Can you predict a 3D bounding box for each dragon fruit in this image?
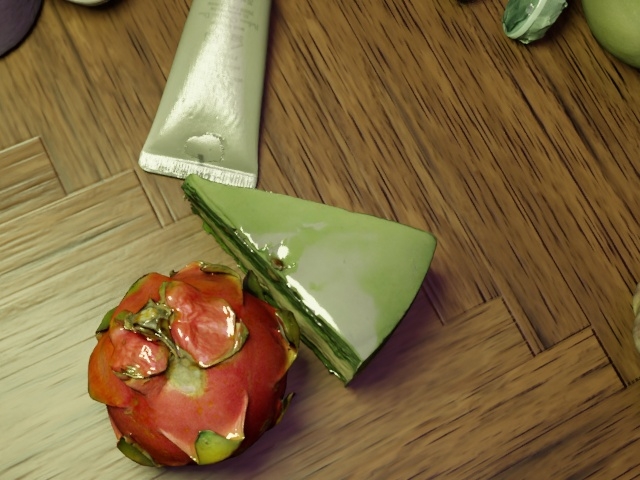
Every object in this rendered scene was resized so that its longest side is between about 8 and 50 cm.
[{"bbox_3d":[-0.129,0.124,0.900,0.224,0.227,0.224,5,68,-14],"label":"dragon fruit"}]

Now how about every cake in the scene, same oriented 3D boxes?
[{"bbox_3d":[-0.005,-0.003,0.989,0.172,0.158,0.283,-42,81,-18],"label":"cake"}]

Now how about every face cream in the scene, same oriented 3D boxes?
[{"bbox_3d":[-0.120,-0.224,1.072,0.143,0.089,0.315,12,81,-6],"label":"face cream"}]

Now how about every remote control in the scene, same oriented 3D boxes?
[{"bbox_3d":[0.299,-0.371,1.163,0.052,0.104,0.248,23,73,-14],"label":"remote control"}]

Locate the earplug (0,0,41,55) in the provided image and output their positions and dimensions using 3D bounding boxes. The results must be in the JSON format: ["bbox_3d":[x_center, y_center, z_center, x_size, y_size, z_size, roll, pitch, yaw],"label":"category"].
[{"bbox_3d":[-0.429,-0.368,0.873,0.215,0.456,0.215,2,72,-5],"label":"earplug"}]

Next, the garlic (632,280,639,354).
[{"bbox_3d":[0.483,0.104,1.021,0.244,0.160,0.245,5,64,-10],"label":"garlic"}]

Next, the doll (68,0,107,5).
[{"bbox_3d":[-0.234,-0.398,1.076,0.151,0.151,0.287,36,76,3],"label":"doll"}]

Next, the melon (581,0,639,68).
[{"bbox_3d":[0.451,-0.345,1.100,0.271,0.272,0.308,25,42,-1],"label":"melon"}]
